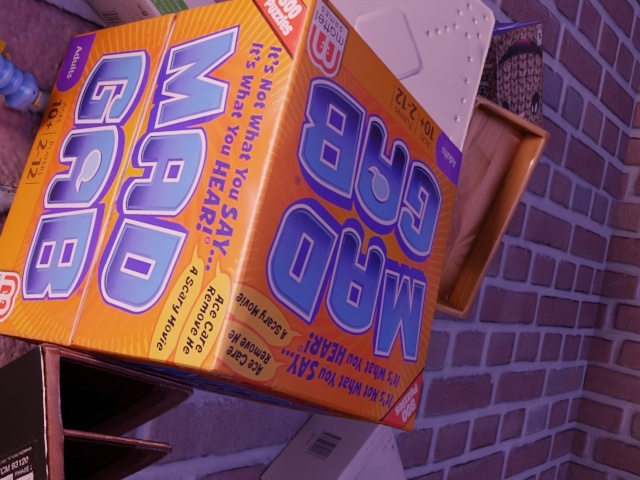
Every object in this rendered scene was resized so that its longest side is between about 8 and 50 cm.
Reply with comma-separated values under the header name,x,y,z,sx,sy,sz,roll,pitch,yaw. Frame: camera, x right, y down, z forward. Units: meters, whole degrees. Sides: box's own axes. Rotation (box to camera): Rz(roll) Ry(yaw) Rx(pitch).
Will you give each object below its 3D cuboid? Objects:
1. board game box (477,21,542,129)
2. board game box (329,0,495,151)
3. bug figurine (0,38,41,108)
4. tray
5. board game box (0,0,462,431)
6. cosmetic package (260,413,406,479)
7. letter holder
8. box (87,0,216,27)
name,x,y,z,sx,sy,sz,roll,pitch,yaw
board game box,0.372,-0.311,1.559,0.232,0.141,0.290,-30,121,-45
board game box,0.095,-0.303,1.140,0.390,0.050,0.389,28,69,-29
bug figurine,-0.316,-0.272,0.720,0.216,0.072,0.278,40,67,-64
tray,0.280,-0.064,1.425,0.203,0.076,0.410,20,98,-29
board game box,-0.093,-0.010,0.826,0.356,0.357,0.356,33,65,-51
cosmetic package,0.037,0.451,1.317,0.224,0.138,0.224,-44,132,-37
letter holder,-0.284,0.246,0.702,0.214,0.302,0.152,31,37,-52
box,-0.201,-0.286,0.862,0.101,0.102,0.087,53,56,-43
